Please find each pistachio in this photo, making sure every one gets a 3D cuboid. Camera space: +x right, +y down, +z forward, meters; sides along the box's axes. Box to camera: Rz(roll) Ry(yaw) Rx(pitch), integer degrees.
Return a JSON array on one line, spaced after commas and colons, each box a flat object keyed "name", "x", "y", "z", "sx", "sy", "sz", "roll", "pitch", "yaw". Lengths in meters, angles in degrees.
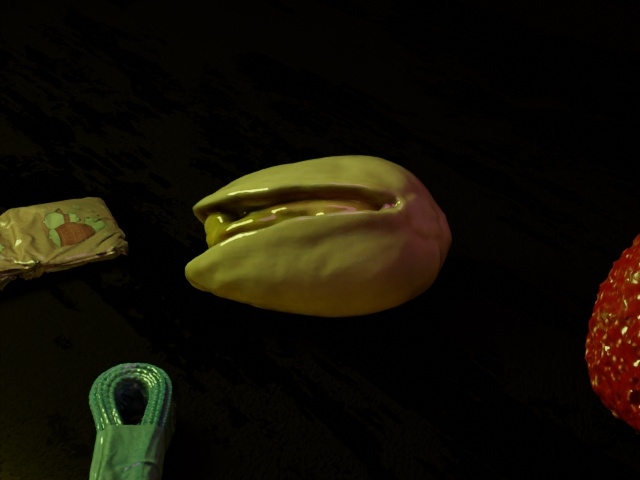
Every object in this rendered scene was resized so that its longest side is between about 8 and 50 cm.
[{"name": "pistachio", "x": 0.000, "y": 0.000, "z": 1.336, "sx": 0.299, "sy": 0.188, "sz": 0.187, "roll": -3, "pitch": 32, "yaw": 8}]

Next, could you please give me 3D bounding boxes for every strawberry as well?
[{"name": "strawberry", "x": 0.379, "y": 0.071, "z": 1.108, "sx": 0.257, "sy": 0.277, "sz": 0.257, "roll": -3, "pitch": 31, "yaw": 2}]

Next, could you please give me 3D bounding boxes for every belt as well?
[{"name": "belt", "x": -0.184, "y": 0.223, "z": 1.062, "sx": 0.087, "sy": 0.072, "sz": 0.302, "roll": 3, "pitch": 30, "yaw": -3}]

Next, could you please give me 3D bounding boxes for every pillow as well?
[{"name": "pillow", "x": -0.365, "y": 0.007, "z": 1.429, "sx": 0.248, "sy": 0.049, "sz": 0.135, "roll": -13, "pitch": 35, "yaw": -26}]
